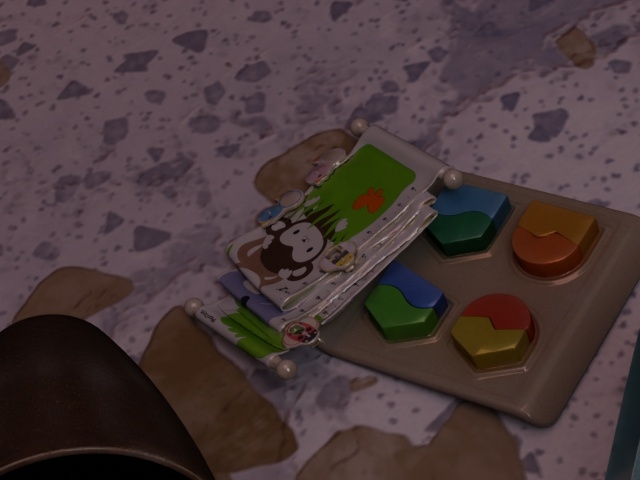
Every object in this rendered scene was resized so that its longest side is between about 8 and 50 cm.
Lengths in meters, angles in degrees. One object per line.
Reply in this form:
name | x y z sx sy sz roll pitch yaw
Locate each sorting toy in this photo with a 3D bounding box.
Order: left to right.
sorting toy | 0.120 0.029 1.361 0.208 0.038 0.193 19 59 29

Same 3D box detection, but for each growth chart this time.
growth chart | 0.000 0.000 1.412 0.237 0.021 0.172 -47 39 -18

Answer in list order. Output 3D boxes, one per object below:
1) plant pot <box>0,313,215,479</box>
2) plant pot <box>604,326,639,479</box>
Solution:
plant pot | -0.180 0.158 1.259 0.215 0.215 0.230 -21 35 0
plant pot | 0.292 0.145 1.063 0.235 0.293 0.293 13 55 7
